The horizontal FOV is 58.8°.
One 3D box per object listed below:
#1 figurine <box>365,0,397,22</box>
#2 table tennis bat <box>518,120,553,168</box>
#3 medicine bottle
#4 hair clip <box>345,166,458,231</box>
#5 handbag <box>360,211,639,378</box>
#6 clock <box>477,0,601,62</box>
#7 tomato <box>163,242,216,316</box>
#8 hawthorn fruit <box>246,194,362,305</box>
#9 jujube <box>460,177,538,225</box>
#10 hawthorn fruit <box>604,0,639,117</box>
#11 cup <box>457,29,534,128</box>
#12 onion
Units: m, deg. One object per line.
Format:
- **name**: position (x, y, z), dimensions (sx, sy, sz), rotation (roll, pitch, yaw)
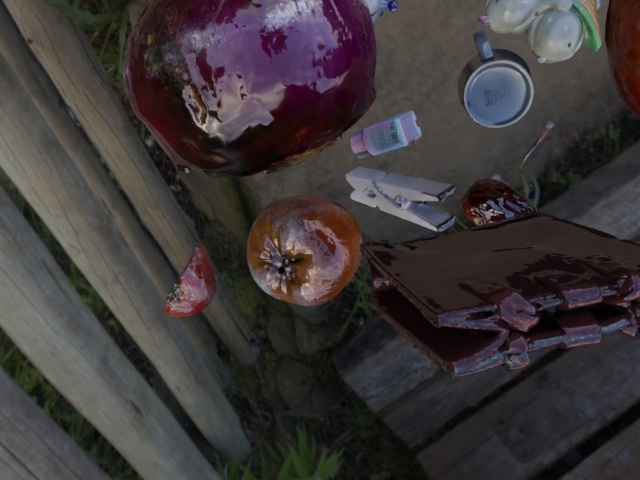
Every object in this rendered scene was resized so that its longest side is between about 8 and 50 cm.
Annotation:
- **figurine**: position (-0.005, -0.606, 1.432), dimensions (0.382, 0.261, 0.186), rotation (-8, 87, 4)
- **table tennis bat**: position (0.610, -0.221, 1.489), dimensions (0.107, 0.119, 0.170), rotation (-42, 160, -21)
- **medicine bottle**: position (0.184, -0.303, 1.654), dimensions (0.119, 0.188, 0.094), rotation (-34, 106, -49)
- **hair clip**: position (0.205, -0.118, 1.470), dimensions (0.085, 0.331, 0.101), rotation (-35, 126, -26)
- **handbag**: position (0.195, 0.043, 0.607), dimensions (0.260, 0.275, 0.084), rotation (-9, 102, -9)
- **clock**: position (0.374, -0.390, 0.965), dimensions (0.144, 0.231, 0.103), rotation (-54, 168, 5)
- **tomato**: position (-0.295, 0.107, 1.365), dimensions (0.099, 0.173, 0.189), rotation (30, 109, -6)
- **hawthorn fruit**: position (-0.021, 0.004, 1.168), dimensions (0.263, 0.235, 0.231), rotation (-51, 122, -20)
- **jujube**: position (0.277, -0.043, 0.863), dimensions (0.077, 0.129, 0.077), rotation (-35, 147, -27)
- **hawthorn fruit**: position (0.461, -0.237, 0.639), dimensions (0.330, 0.287, 0.287), rotation (-43, 137, -34)
- **cup**: position (0.178, -0.168, 0.590), dimensions (0.078, 0.077, 0.100), rotation (-19, 105, 20)
- **onion**: position (-0.112, -0.273, 0.739), dimensions (0.348, 0.348, 0.385), rotation (-27, 99, -7)
